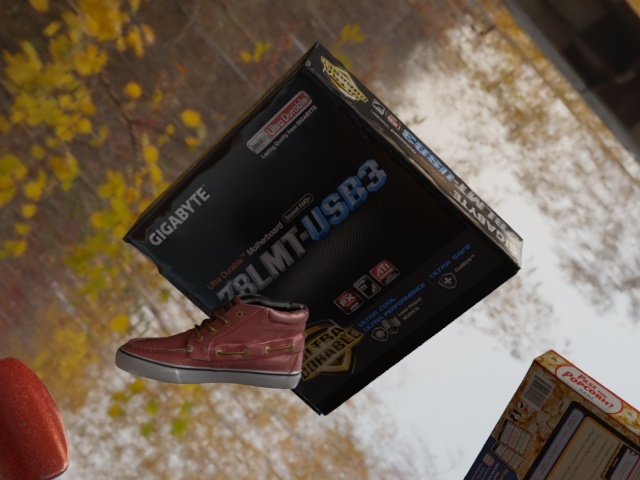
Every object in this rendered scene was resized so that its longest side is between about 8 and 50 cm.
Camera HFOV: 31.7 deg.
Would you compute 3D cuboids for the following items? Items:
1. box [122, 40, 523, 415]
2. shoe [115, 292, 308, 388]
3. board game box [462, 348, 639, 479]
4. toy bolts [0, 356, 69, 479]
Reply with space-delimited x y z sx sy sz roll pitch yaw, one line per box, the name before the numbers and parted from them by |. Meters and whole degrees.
box | 0.000 0.000 1.146 0.295 0.293 0.073 -40 -165 29
shoe | -0.098 0.088 1.049 0.063 0.178 0.081 -141 -121 -70
board game box | 0.231 0.208 0.949 0.045 0.193 0.146 -13 135 -56
toy bolts | -0.193 0.188 0.509 0.218 0.228 0.158 -2 149 -50
